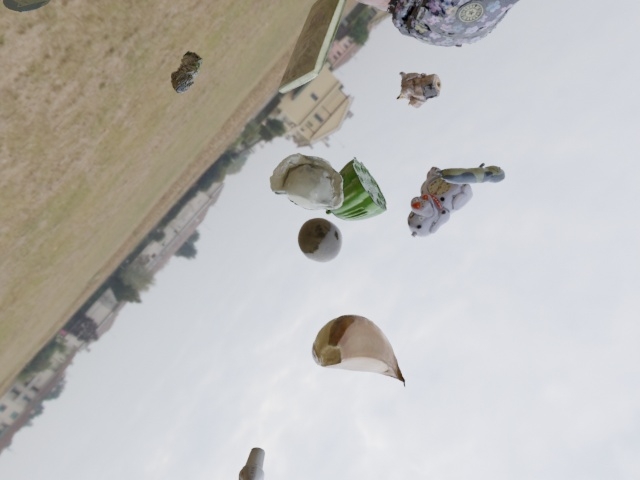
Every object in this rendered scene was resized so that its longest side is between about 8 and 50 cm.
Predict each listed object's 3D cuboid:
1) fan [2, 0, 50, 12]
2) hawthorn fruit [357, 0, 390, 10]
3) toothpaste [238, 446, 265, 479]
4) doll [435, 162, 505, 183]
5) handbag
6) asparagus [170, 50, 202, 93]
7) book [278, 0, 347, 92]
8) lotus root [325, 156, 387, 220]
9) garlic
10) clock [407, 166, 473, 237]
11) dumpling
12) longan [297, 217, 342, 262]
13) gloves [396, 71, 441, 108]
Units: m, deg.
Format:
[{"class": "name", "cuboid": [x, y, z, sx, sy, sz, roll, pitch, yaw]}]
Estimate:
[{"class": "fan", "cuboid": [-0.715, -0.628, 1.151, 0.175, 0.113, 0.005, -45, 162, -27]}, {"class": "hawthorn fruit", "cuboid": [0.182, -0.704, 1.079, 0.287, 0.287, 0.330, -46, -162, 4]}, {"class": "toothpaste", "cuboid": [-0.187, 0.641, 1.113, 0.068, 0.099, 0.282, -7, -153, 13]}, {"class": "doll", "cuboid": [0.250, -0.109, 0.751, 0.037, 0.125, 0.027, -112, -155, -50]}, {"class": "handbag", "cuboid": [0.247, -0.438, 0.811, 0.208, 0.228, 0.127, 125, -33, -69]}, {"class": "asparagus", "cuboid": [-0.213, -0.267, 0.720, 0.030, 0.036, 0.165, -40, -151, 22]}, {"class": "book", "cuboid": [-0.022, -0.657, 1.470, 0.239, 0.035, 0.353, 1, -110, 57]}, {"class": "lotus root", "cuboid": [0.082, -0.125, 1.348, 0.186, 0.186, 0.186, -43, -164, 15]}, {"class": "garlic", "cuboid": [0.073, 0.210, 0.911, 0.128, 0.206, 0.115, -10, -119, 57]}, {"class": "clock", "cuboid": [0.400, -0.120, 1.632, 0.254, 0.189, 0.189, -47, -165, -13]}, {"class": "dumpling", "cuboid": [-0.026, -0.140, 1.092, 0.108, 0.187, 0.127, 77, 34, -72]}, {"class": "longan", "cuboid": [0.000, 0.000, 1.657, 0.167, 0.167, 0.187, -50, 161, -11]}, {"class": "gloves", "cuboid": [0.322, -0.497, 1.474, 0.144, 0.110, 0.094, 15, -114, 25]}]
